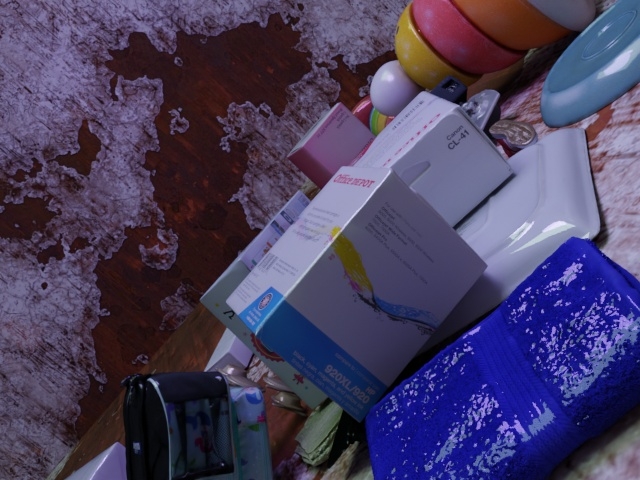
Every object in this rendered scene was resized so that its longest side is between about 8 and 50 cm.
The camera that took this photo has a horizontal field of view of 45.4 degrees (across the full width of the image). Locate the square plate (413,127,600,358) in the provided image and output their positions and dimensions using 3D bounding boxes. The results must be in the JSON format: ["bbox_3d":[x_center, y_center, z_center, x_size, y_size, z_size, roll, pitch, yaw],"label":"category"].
[{"bbox_3d":[0.208,-0.002,1.029,0.347,0.049,0.344,-40,11,29],"label":"square plate"}]

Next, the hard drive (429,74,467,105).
[{"bbox_3d":[0.211,-0.185,1.442,0.255,0.054,0.172,-49,-35,-41],"label":"hard drive"}]

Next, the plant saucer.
[{"bbox_3d":[0.457,-0.305,1.183,0.317,0.043,0.317,-46,10,11],"label":"plant saucer"}]

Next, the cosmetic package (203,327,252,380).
[{"bbox_3d":[-0.188,0.233,1.764,0.099,0.060,0.239,-41,13,26],"label":"cosmetic package"}]

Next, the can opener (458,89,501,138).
[{"bbox_3d":[0.258,-0.150,1.382,0.076,0.095,0.283,3,60,52],"label":"can opener"}]

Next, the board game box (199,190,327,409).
[{"bbox_3d":[-0.023,0.075,1.155,0.097,0.224,0.303,-43,5,24],"label":"board game box"}]

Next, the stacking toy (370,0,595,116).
[{"bbox_3d":[0.265,-0.415,1.535,0.480,0.350,0.351,-43,11,35],"label":"stacking toy"}]

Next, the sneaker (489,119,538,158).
[{"bbox_3d":[0.309,-0.146,1.169,0.042,0.067,0.118,-42,23,2],"label":"sneaker"}]

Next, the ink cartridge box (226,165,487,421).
[{"bbox_3d":[0.038,0.051,0.899,0.233,0.168,0.171,-50,17,-5],"label":"ink cartridge box"}]

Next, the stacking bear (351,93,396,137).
[{"bbox_3d":[0.198,-0.267,1.799,0.164,0.175,0.289,-51,19,6],"label":"stacking bear"}]

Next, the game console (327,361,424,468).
[{"bbox_3d":[0.067,0.207,0.906,0.107,0.071,0.122,1,37,17],"label":"game console"}]

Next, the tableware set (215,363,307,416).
[{"bbox_3d":[-0.091,0.230,1.198,0.168,0.141,0.020,-164,97,-77],"label":"tableware set"}]

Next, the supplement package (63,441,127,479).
[{"bbox_3d":[-0.379,0.495,1.278,0.293,0.177,0.175,-38,15,40],"label":"supplement package"}]

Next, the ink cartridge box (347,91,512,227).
[{"bbox_3d":[0.140,-0.101,1.174,0.226,0.131,0.306,-43,12,11],"label":"ink cartridge box"}]

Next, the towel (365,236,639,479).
[{"bbox_3d":[0.161,0.135,0.693,0.308,0.076,0.228,-46,10,13],"label":"towel"}]

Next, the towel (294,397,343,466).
[{"bbox_3d":[0.023,0.234,1.020,0.148,0.027,0.110,-51,11,-12],"label":"towel"}]

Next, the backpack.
[{"bbox_3d":[-0.172,0.307,1.033,0.225,0.191,0.254,153,117,-64],"label":"backpack"}]

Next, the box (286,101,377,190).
[{"bbox_3d":[0.064,-0.177,1.759,0.149,0.232,0.127,-51,11,-17],"label":"box"}]
